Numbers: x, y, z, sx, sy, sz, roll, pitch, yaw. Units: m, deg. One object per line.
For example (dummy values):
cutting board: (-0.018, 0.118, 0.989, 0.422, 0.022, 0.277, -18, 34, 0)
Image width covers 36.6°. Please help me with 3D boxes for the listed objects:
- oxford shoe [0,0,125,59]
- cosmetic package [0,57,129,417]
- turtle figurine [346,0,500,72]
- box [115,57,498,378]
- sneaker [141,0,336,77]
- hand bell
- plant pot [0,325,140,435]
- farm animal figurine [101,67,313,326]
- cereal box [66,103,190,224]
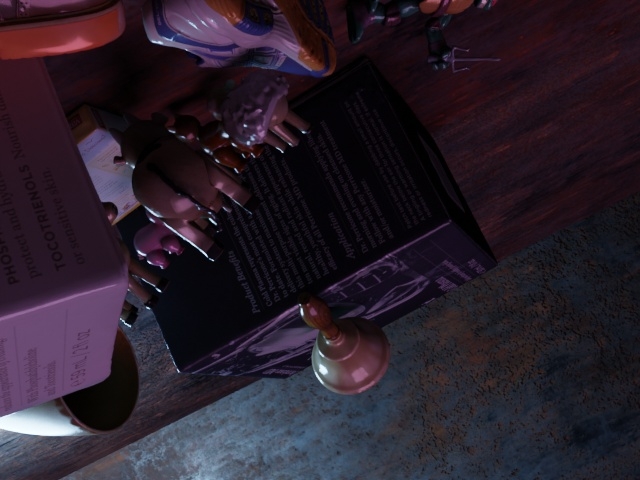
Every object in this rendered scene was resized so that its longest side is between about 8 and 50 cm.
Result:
oxford shoe: (-0.351, -0.220, 0.804, 0.363, 0.130, 0.133, -13, 127, -21)
cosmetic package: (-0.439, 0.017, 0.953, 0.393, 0.327, 0.329, -19, 162, -22)
turtle figurine: (0.158, -0.305, 1.251, 0.234, 0.118, 0.175, -5, 142, -16)
box: (0.000, 0.000, 1.633, 0.471, 0.297, 0.480, -28, 163, 13)
sneaker: (-0.087, -0.249, 1.118, 0.131, 0.112, 0.296, -15, 168, 26)
hand bell: (0.015, 0.128, 1.397, 0.126, 0.126, 0.242, -27, 150, 3)
plant pot: (-0.517, 0.275, 1.849, 0.254, 0.237, 0.237, -19, 168, 27)
farm animal figurine: (-0.195, -0.063, 1.169, 0.330, 0.172, 0.327, -57, -162, -13)
cereal box: (-0.299, -0.096, 1.309, 0.173, 0.047, 0.240, -33, 162, 17)
